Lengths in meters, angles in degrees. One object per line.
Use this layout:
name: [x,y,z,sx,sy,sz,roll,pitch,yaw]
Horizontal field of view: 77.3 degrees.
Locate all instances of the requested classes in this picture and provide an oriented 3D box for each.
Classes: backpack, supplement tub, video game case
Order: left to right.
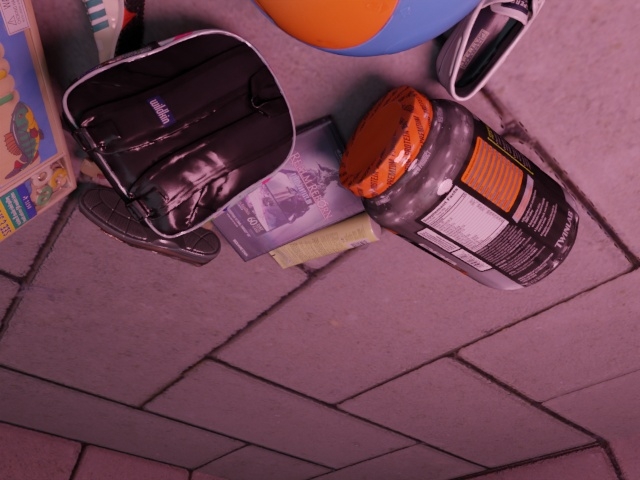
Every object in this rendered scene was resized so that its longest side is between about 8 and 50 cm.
backpack: [-0.172,-0.149,0.548,0.254,0.191,0.225,-35,112,-15]
video game case: [-0.068,-0.079,0.721,0.275,0.026,0.196,-23,130,10]
supplement tub: [0.210,-0.074,0.623,0.338,0.207,0.207,28,129,-22]

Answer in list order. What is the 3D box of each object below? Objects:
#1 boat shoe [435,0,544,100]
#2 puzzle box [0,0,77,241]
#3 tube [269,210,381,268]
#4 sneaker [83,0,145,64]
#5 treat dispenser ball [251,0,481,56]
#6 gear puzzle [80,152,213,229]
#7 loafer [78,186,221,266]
boat shoe: [0.236,-0.294,0.492,0.095,0.084,0.258,12,134,-9]
puzzle box: [-0.462,-0.133,0.498,0.052,0.272,0.408,32,142,2]
tube: [0.000,0.000,0.810,0.240,0.062,0.069,-18,90,24]
sneaker: [-0.281,-0.304,0.527,0.075,0.057,0.161,31,131,-4]
treat dispenser ball: [0.041,-0.312,0.339,0.289,0.288,0.288,1,134,1]
gear puzzle: [-0.220,-0.114,0.714,0.339,0.044,0.175,27,121,-27]
loafer: [-0.334,-0.010,0.783,0.268,0.096,0.084,25,136,-24]
